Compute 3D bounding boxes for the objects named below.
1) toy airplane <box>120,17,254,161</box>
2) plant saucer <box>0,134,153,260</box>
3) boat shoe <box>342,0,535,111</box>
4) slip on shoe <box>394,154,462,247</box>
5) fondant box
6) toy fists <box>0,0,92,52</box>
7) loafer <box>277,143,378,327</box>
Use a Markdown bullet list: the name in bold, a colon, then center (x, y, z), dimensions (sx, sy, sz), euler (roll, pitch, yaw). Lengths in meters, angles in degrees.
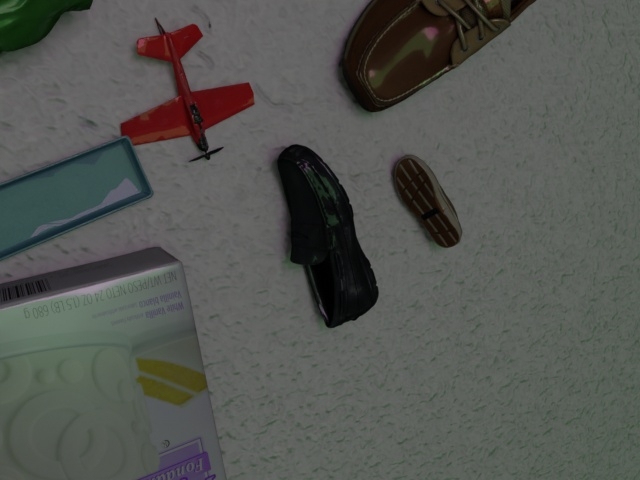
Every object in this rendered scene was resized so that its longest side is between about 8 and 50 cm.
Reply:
- **toy airplane**: center (-0.138, -0.155, 0.646), dimensions (0.151, 0.028, 0.151), euler (-5, 101, -26)
- **plant saucer**: center (-0.263, -0.036, 0.606), dimensions (0.192, 0.018, 0.067), euler (-27, 109, -22)
- **boat shoe**: center (0.163, -0.276, 0.731), dimensions (0.324, 0.120, 0.122), euler (-45, 115, -15)
- **slip on shoe**: center (0.140, -0.054, 0.802), dimensions (0.135, 0.051, 0.041), euler (52, 34, -16)
- **fondant box**: center (-0.228, 0.195, 0.617), dimensions (0.238, 0.096, 0.330), euler (-15, 106, -25)
- **toy fists**: center (-0.308, -0.288, 0.501), dimensions (0.142, 0.096, 0.279), euler (-30, 109, -28)
- **loafer**: center (0.000, 0.000, 0.715), dimensions (0.078, 0.076, 0.223), euler (-34, 116, -27)
